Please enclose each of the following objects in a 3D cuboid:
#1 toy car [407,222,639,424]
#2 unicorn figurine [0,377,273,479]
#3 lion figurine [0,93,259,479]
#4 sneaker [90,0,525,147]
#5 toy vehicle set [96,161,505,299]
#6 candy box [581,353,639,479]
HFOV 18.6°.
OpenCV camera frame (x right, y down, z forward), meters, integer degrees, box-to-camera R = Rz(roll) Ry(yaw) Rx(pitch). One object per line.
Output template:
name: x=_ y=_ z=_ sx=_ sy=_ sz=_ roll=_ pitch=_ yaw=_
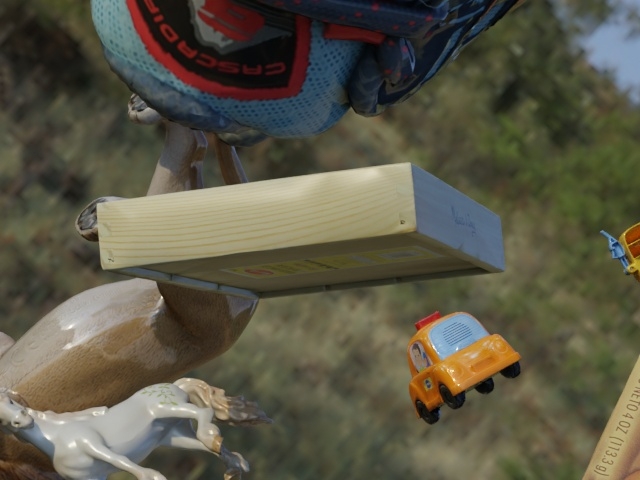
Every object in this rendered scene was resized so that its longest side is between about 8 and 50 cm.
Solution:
toy car: x=0.086 y=0.030 z=0.801 sx=0.040 sy=0.122 sz=0.060 roll=60 pitch=-3 yaw=7
unicorn figurine: x=-0.115 y=0.111 z=1.086 sx=0.162 sy=0.060 sz=0.111 roll=-6 pitch=32 yaw=-45
lion figurine: x=-0.155 y=0.074 z=1.371 sx=0.240 sy=0.392 sz=0.142 roll=51 pitch=11 yaw=-37
sneaker: x=0.020 y=-0.066 z=0.347 sx=0.104 sy=0.125 sz=0.262 roll=40 pitch=-11 yaw=-4
toy vehicle set: x=0.000 y=0.000 z=1.092 sx=0.267 sy=0.166 sz=0.035 roll=20 pitch=64 yaw=-75
candy box: x=0.254 y=0.160 z=0.848 sx=0.316 sy=0.183 sz=0.087 roll=15 pitch=-16 yaw=44
